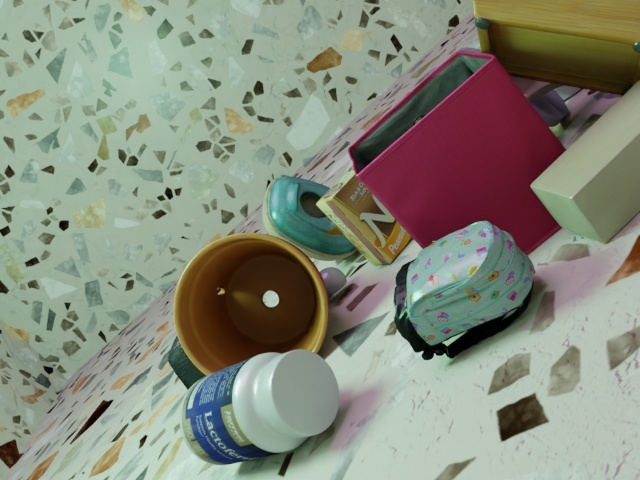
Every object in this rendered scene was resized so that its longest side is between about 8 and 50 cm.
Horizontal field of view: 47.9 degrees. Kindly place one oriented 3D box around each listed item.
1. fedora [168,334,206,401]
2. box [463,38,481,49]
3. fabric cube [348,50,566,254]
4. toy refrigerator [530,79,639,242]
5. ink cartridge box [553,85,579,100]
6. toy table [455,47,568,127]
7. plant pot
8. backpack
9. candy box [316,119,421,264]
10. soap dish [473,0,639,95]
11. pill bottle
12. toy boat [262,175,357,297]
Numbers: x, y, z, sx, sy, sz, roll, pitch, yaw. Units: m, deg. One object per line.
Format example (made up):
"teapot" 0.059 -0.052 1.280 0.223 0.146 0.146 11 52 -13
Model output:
"fedora" -0.224 0.228 1.622 0.334 0.152 0.334 -41 13 12
"box" 0.394 -0.376 1.657 0.091 0.170 0.130 -43 12 0
"fabric cube" 0.225 -0.115 1.134 0.254 0.258 0.259 -42 13 11
"toy refrigerator" 0.421 -0.124 0.949 0.269 0.094 0.102 -44 20 -2
"ink cartridge box" 0.526 -0.428 1.522 0.226 0.131 0.306 -37 13 26
"toy table" 0.383 -0.321 1.286 0.274 0.252 0.161 0 -40 -41
"plant pot" -0.117 0.128 1.411 0.291 0.291 0.203 -42 -4 7
"backpack" 0.186 0.058 0.948 0.182 0.115 0.152 -28 38 33
"candy box" 0.165 -0.122 1.504 0.316 0.183 0.087 -47 13 -17
"soap dish" 0.361 -0.310 1.043 0.229 0.291 0.118 35 -108 -70
"pill bottle" -0.098 0.261 1.130 0.265 0.153 0.153 -30 18 46
"toy boat" 0.000 0.000 1.606 0.148 0.267 0.318 -40 42 46
